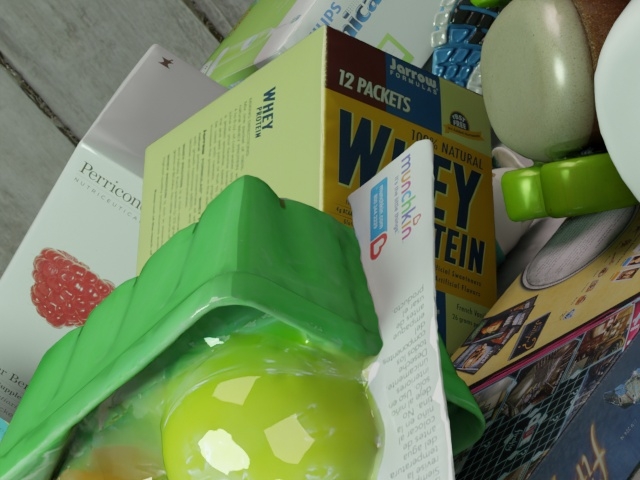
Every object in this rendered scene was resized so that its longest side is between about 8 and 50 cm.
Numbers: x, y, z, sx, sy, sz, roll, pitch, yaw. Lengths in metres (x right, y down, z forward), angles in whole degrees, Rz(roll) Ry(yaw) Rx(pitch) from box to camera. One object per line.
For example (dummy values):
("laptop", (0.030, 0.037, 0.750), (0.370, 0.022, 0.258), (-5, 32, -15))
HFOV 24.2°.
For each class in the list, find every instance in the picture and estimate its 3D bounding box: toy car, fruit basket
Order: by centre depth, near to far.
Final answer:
("fruit basket", (-0.042, 0.166, 0.665), (0.327, 0.165, 0.353), (-40, 41, 34))
("toy car", (0.191, -0.102, 0.826), (0.188, 0.155, 0.149), (-10, 1, -9))

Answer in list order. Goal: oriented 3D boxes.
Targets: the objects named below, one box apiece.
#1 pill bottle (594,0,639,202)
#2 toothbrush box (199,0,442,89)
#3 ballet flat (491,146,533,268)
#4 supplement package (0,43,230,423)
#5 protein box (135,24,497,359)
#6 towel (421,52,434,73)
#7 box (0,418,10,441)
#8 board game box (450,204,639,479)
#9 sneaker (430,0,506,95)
("pill bottle", (0.273, -0.136, 0.694), (0.318, 0.176, 0.176), (-50, 15, -32))
("toothbrush box", (0.006, -0.194, 1.433), (0.206, 0.122, 0.283), (-55, 15, -18))
("ballet flat", (0.107, -0.031, 1.058), (0.087, 0.083, 0.247), (-25, 18, 9))
("supplement package", (-0.152, 0.023, 1.227), (0.293, 0.177, 0.175), (-54, 7, 35))
("protein box", (-0.007, 0.011, 0.933), (0.201, 0.136, 0.200), (-28, 52, 46))
("towel", (0.204, -0.243, 1.442), (0.374, 0.090, 0.320), (-27, 20, 48))
("box", (-0.212, 0.116, 1.453), (0.244, 0.100, 0.060), (-40, 14, 7))
("board game box", (0.120, 0.070, 0.761), (0.243, 0.042, 0.165), (-47, 14, -24))
("sneaker", (0.122, -0.146, 1.278), (0.083, 0.071, 0.190), (-49, -23, -81))
